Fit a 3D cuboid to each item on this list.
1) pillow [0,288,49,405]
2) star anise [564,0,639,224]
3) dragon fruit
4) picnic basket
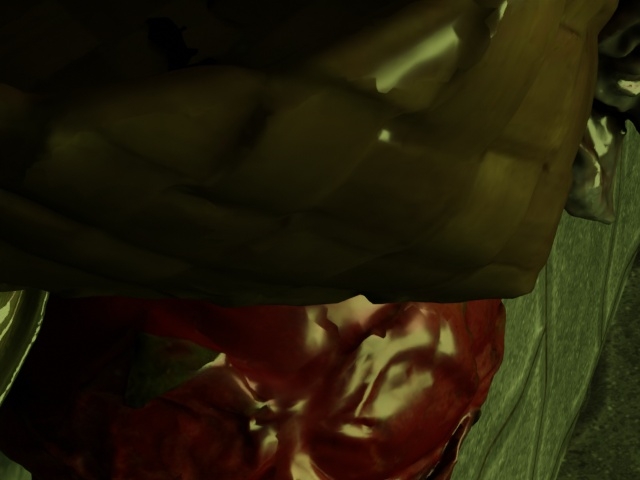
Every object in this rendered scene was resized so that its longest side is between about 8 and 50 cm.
[{"bbox_3d":[-0.170,0.073,0.450,0.033,0.130,0.218,130,-20,-68],"label":"pillow"},{"bbox_3d":[0.119,-0.100,0.675,0.212,0.282,0.129,58,29,-66],"label":"star anise"},{"bbox_3d":[-0.043,0.022,0.620,0.299,0.244,0.244,-93,-179,-54],"label":"dragon fruit"},{"bbox_3d":[-0.043,-0.174,0.388,0.337,0.292,0.337,-1,90,-81],"label":"picnic basket"}]
